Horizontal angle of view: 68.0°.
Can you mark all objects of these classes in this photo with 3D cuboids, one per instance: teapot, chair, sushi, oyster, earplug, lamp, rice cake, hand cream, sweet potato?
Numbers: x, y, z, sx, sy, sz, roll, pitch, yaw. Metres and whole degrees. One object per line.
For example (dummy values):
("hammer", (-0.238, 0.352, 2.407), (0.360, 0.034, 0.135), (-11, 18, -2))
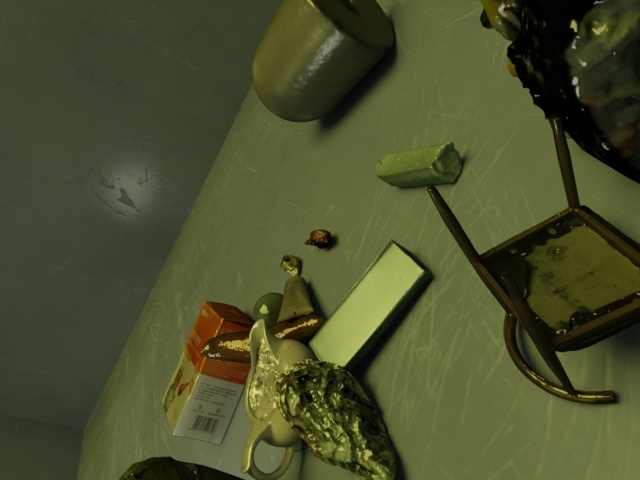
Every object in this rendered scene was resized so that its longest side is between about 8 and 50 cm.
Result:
("teapot", (-0.086, 0.323, 0.963), (0.209, 0.166, 0.299), (-21, 47, 33))
("chair", (0.261, 0.035, 0.515), (0.167, 0.272, 0.188), (-30, 36, 6))
("sushi", (0.331, -0.276, 0.509), (0.327, 0.329, 0.285), (-58, 33, 25))
("oyster", (0.015, 0.313, 0.814), (0.200, 0.087, 0.251), (-28, 52, 16))
("earplug", (-0.028, -0.537, 1.385), (0.394, 0.313, 0.312), (-39, 37, 43))
("lamp", (-0.118, 0.183, 1.197), (0.105, 0.105, 0.105), (-42, 35, 40))
("rice cake", (0.192, -0.143, 0.936), (0.207, 0.069, 0.063), (7, 73, 60))
("oyster", (-0.076, 0.074, 1.306), (0.083, 0.038, 0.080), (61, 138, 27))
("hand cream", (-0.059, 0.138, 1.138), (0.087, 0.054, 0.186), (-17, 20, 4))
("sweet potato", (-0.115, 0.244, 1.117), (0.342, 0.114, 0.092), (-16, 45, 23))
("sushi", (0.000, 0.000, 1.186), (0.099, 0.051, 0.047), (-24, 42, 62))

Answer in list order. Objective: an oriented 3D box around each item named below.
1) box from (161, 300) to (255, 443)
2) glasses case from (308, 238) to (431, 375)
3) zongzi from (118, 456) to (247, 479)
("box", (-0.309, 0.364, 1.363), (0.225, 0.144, 0.340), (15, 81, 63))
("glasses case", (0.094, 0.135, 0.887), (0.266, 0.056, 0.105), (-53, 48, 13))
("zongzi", (-0.168, 0.531, 0.734), (0.174, 0.356, 0.393), (-52, 30, 6))
